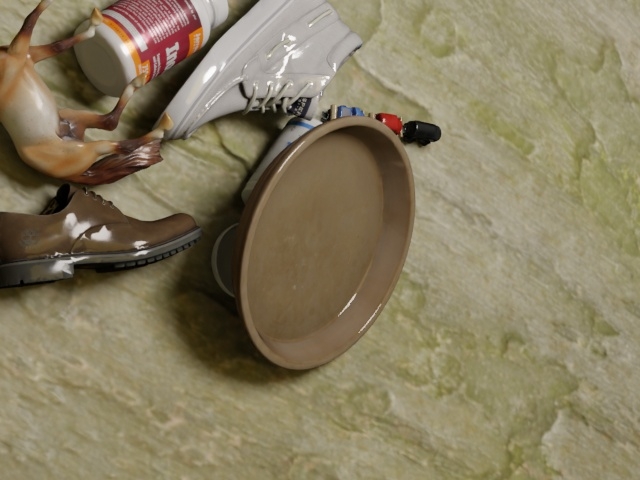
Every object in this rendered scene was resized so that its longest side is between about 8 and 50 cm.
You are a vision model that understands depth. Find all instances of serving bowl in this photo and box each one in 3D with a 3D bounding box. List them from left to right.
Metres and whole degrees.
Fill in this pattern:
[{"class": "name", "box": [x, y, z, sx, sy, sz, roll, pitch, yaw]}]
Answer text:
[{"class": "serving bowl", "box": [-0.082, 0.022, 1.901, 0.083, 0.027, 0.083, 3, 84, -35]}]

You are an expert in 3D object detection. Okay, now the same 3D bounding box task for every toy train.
[{"class": "toy train", "box": [0.070, -0.129, 2.018, 0.158, 0.036, 0.027, 7, 81, -34]}]

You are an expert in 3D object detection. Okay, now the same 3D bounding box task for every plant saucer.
[{"class": "plant saucer", "box": [0.000, 0.000, 1.894, 0.278, 0.041, 0.277, -27, 126, -43]}]

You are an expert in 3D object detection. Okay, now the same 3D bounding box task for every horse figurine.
[{"class": "horse figurine", "box": [-0.257, -0.135, 1.741, 0.174, 0.066, 0.263, -30, 123, 11]}]

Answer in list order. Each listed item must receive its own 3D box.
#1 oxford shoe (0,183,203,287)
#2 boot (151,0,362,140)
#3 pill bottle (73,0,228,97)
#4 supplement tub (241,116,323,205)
[{"class": "oxford shoe", "box": [-0.216, -0.013, 1.778, 0.227, 0.083, 0.096, -7, 86, -36]}, {"class": "boot", "box": [-0.056, -0.166, 1.882, 0.123, 0.095, 0.258, 41, 61, -2]}, {"class": "pill bottle", "box": [-0.168, -0.214, 1.828, 0.152, 0.086, 0.086, -37, 106, -32]}, {"class": "supplement tub", "box": [-0.029, -0.073, 1.922, 0.071, 0.071, 0.107, 43, 62, -24]}]
